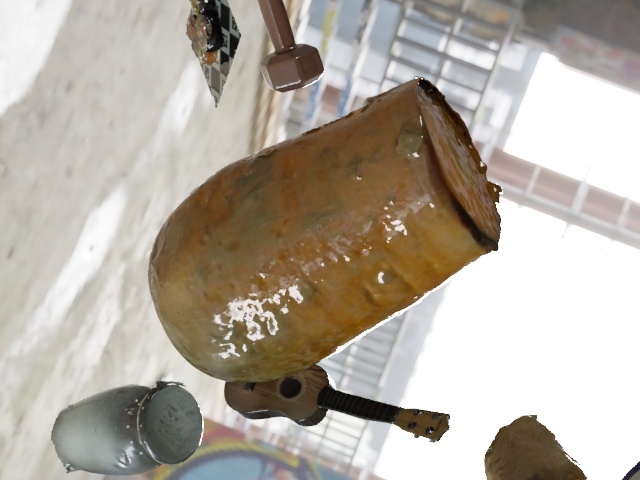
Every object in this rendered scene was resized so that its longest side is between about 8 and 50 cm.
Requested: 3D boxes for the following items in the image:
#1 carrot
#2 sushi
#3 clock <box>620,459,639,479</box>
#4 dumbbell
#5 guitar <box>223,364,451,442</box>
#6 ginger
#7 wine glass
[{"bbox_3d":[0.000,0.000,1.261,0.341,0.224,0.224,-26,-172,18],"label":"carrot"},{"bbox_3d":[-0.129,-0.226,1.373,0.120,0.026,0.126,68,-27,25],"label":"sushi"},{"bbox_3d":[0.390,0.285,1.203,0.083,0.230,0.230,-106,-151,-57],"label":"clock"},{"bbox_3d":[-0.067,-0.327,1.791,0.092,0.082,0.231,-32,111,-38],"label":"dumbbell"},{"bbox_3d":[0.020,0.171,1.328,0.038,0.271,0.084,48,59,-53],"label":"guitar"},{"bbox_3d":[0.155,0.215,0.931,0.069,0.095,0.190,64,37,-50],"label":"ginger"},{"bbox_3d":[-0.242,0.235,1.559,0.204,0.111,0.111,-16,-143,42],"label":"wine glass"}]
